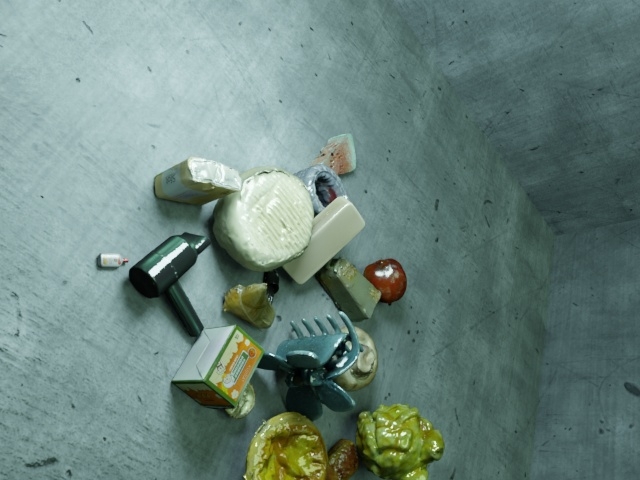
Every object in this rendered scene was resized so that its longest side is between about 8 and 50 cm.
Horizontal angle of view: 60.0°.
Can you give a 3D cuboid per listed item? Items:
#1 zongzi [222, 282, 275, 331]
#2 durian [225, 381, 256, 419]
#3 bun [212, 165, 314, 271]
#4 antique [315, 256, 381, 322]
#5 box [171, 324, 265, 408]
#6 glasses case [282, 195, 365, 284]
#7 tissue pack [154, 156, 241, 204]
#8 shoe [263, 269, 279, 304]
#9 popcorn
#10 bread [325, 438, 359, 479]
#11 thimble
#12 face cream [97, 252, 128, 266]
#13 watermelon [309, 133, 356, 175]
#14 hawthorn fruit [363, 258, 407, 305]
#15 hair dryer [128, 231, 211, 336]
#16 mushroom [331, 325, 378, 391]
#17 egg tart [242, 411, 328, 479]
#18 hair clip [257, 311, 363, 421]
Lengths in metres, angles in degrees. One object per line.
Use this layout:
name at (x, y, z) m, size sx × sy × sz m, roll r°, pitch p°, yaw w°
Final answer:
zongzi at (-0.190, 0.206, 1.789) m, size 0.194 × 0.197 × 0.099 m, roll 39°, pitch 43°, yaw -36°
durian at (-0.260, 0.480, 1.729) m, size 0.110 × 0.071 × 0.140 m, roll 13°, pitch 83°, yaw -39°
bun at (-0.193, -0.070, 1.857) m, size 0.359 × 0.211 × 0.360 m, roll 7°, pitch 76°, yaw -30°
antique at (0.101, 0.176, 2.154) m, size 0.284 × 0.125 × 0.150 m, roll 49°, pitch 48°, yaw -25°
box at (-0.299, 0.374, 1.640) m, size 0.148 × 0.177 × 0.195 m, roll 49°, pitch 48°, yaw -26°
glasses case at (0.000, 0.000, 1.993) m, size 0.336 × 0.076 × 0.144 m, roll -42°, pitch 128°, yaw -6°
tissue pack at (-0.374, -0.175, 1.687) m, size 0.186 × 0.222 × 0.090 m, roll 10°, pitch 74°, yaw -45°
shoe at (-0.169, 0.165, 1.931) m, size 0.062 × 0.053 × 0.160 m, roll 27°, pitch 63°, yaw -34°
popcorn at (0.270, 0.732, 2.027) m, size 0.279 × 0.335 × 0.275 m, roll 19°, pitch 78°, yaw -10°
bread at (0.044, 0.825, 1.946) m, size 0.271 × 0.077 × 0.139 m, roll -27°, pitch 102°, yaw -49°
thimble at (-0.016, -0.167, 2.101) m, size 0.236 × 0.172 × 0.205 m, roll 30°, pitch 61°, yaw -35°
face cream at (-0.580, 0.055, 1.552) m, size 0.083 × 0.021 × 0.040 m, roll 3°, pitch 78°, yaw -46°
watermelon at (0.049, -0.330, 2.288) m, size 0.241 × 0.094 × 0.154 m, roll -38°, pitch 116°, yaw -44°
hawthorn fruit at (0.271, 0.179, 2.307) m, size 0.185 × 0.185 × 0.202 m, roll -36°, pitch 119°, yaw -45°
hair dryer at (-0.404, 0.136, 1.671) m, size 0.244 × 0.116 × 0.303 m, roll -45°, pitch 123°, yaw -43°
mushroom at (0.118, 0.437, 2.062) m, size 0.254 × 0.184 × 0.255 m, roll 12°, pitch 66°, yaw -29°
egg tart at (-0.117, 0.713, 1.766) m, size 0.341 × 0.132 × 0.342 m, roll 16°, pitch 67°, yaw -43°
hair clip at (-0.029, 0.393, 1.826) m, size 0.392 × 0.318 × 0.238 m, roll 53°, pitch 44°, yaw -19°
